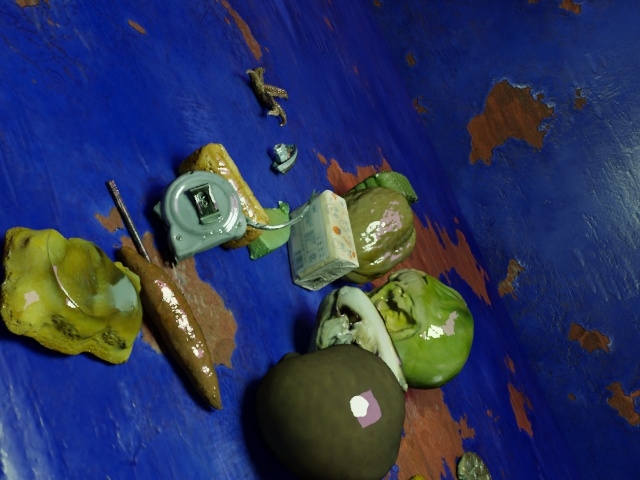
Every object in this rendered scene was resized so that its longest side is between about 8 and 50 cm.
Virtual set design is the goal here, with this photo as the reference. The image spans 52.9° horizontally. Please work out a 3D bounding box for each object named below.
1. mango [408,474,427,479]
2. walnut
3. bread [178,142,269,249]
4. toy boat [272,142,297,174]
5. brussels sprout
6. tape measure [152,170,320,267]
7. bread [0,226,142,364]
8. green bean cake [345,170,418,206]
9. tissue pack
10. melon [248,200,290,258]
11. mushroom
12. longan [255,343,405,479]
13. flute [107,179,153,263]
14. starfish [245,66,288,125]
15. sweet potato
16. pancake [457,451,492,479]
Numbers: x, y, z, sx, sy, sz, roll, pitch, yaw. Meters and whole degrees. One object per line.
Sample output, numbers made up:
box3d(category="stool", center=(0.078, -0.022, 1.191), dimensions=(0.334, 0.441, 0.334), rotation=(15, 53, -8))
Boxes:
box3d(category="mango", center=(0.234, 0.613, 1.519), dimensions=(0.079, 0.057, 0.114), rotation=(38, 43, -51))
box3d(category="walnut", center=(0.113, -0.019, 1.670), dimensions=(0.227, 0.282, 0.283), rotation=(105, -11, -49))
box3d(category="bread", center=(-0.194, -0.087, 1.283), dimensions=(0.211, 0.114, 0.083), rotation=(58, 28, -8))
box3d(category="toy boat", center=(-0.096, -0.221, 1.665), dimensions=(0.140, 0.059, 0.066), rotation=(-75, 145, -54))
box3d(category="brussels sprout", center=(0.247, 0.219, 1.661), dimensions=(0.344, 0.268, 0.344), rotation=(29, 39, -26))
box3d(category="tape measure", center=(-0.143, -0.079, 1.193), dimensions=(0.330, 0.084, 0.164), rotation=(-25, 89, -22))
box3d(category="bread", center=(-0.329, 0.073, 0.887), dimensions=(0.233, 0.088, 0.161), rotation=(30, 36, -55))
box3d(category="green bean cake", center=(0.163, -0.114, 1.893), dimensions=(0.200, 0.214, 0.113), rotation=(0, 62, -64))
box3d(category="tissue pack", center=(0.000, 0.000, 1.526), dimensions=(0.092, 0.148, 0.196), rotation=(25, 45, -44))
box3d(category="melon", center=(-0.122, -0.035, 1.475), dimensions=(0.114, 0.053, 0.262), rotation=(41, 24, -5))
box3d(category="mushroom", center=(0.060, 0.238, 1.408), dimensions=(0.267, 0.164, 0.190), rotation=(48, 25, -25))
box3d(category="longan", center=(0.021, 0.307, 1.177), dimensions=(0.300, 0.243, 0.300), rotation=(32, 12, -8))
box3d(category="flute", center=(-0.298, 0.020, 1.086), dimensions=(0.270, 0.014, 0.014), rotation=(64, 24, 1))
box3d(category="starfish", center=(-0.154, -0.410, 1.745), dimensions=(0.238, 0.057, 0.213), rotation=(29, 34, -58))
box3d(category="sweet potato", center=(-0.229, 0.139, 1.046), dimensions=(0.072, 0.066, 0.314), rotation=(-35, 101, -31))
box3d(category="pancake", center=(0.465, 0.742, 1.869), dimensions=(0.253, 0.037, 0.254), rotation=(44, 32, -37))
